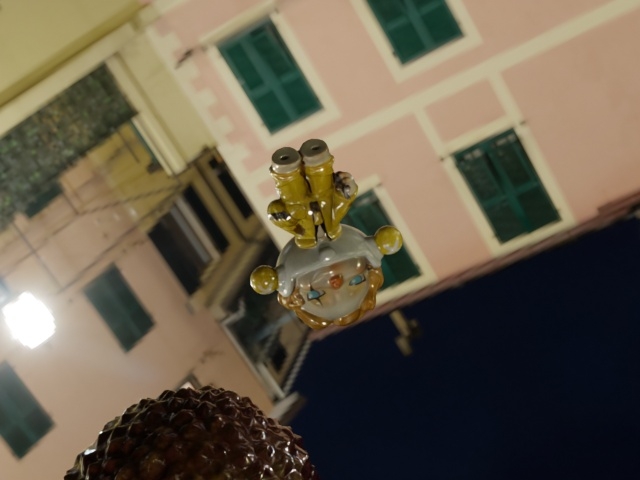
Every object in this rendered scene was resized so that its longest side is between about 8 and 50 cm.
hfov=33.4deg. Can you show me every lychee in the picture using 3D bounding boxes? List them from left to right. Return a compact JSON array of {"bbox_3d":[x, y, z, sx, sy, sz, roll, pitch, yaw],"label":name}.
[{"bbox_3d":[-0.113,0.246,0.864,0.236,0.236,0.271,-9,-158,49],"label":"lychee"}]

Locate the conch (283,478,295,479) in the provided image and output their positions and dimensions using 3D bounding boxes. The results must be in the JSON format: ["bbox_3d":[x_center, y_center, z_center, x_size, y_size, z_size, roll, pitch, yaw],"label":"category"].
[{"bbox_3d":[0.000,0.288,0.567,0.186,0.313,0.241,-20,178,22],"label":"conch"}]

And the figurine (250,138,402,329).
[{"bbox_3d":[-0.005,0.000,0.731,0.101,0.143,0.068,-37,-144,8],"label":"figurine"}]
